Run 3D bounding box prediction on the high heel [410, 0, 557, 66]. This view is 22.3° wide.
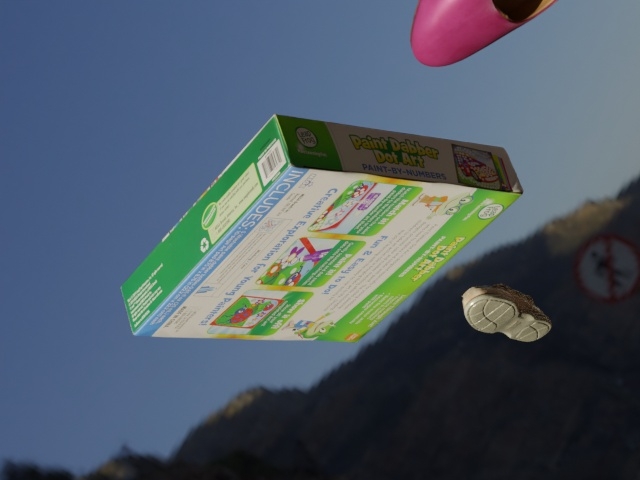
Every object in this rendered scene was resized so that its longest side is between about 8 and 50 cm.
[{"bbox_3d":[0.241,-0.259,1.478,0.127,0.181,0.377,20,-57,-43],"label":"high heel"}]

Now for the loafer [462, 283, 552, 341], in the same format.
[{"bbox_3d":[0.163,0.060,1.469,0.045,0.039,0.125,-38,-35,23],"label":"loafer"}]

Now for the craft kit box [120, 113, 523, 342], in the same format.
[{"bbox_3d":[0.000,0.000,1.349,0.246,0.061,0.250,8,-38,-37],"label":"craft kit box"}]
